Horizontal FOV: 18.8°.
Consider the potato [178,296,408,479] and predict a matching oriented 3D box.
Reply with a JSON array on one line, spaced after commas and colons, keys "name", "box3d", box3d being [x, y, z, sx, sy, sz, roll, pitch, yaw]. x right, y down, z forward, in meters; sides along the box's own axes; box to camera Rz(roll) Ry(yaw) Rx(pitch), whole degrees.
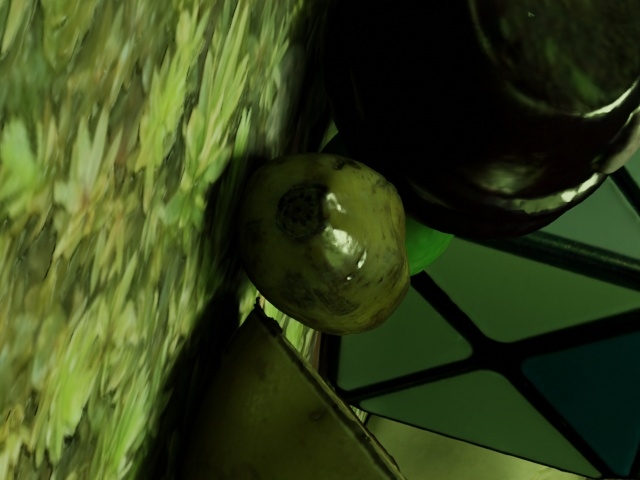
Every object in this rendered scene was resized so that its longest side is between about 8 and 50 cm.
[{"name": "potato", "box3d": [-0.013, 0.135, 0.975, 0.117, 0.182, 0.202, -42, -174, -2]}]

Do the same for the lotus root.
[{"name": "lotus root", "box3d": [0.000, 0.000, 0.962, 0.179, 0.080, 0.089, 37, 43, -74]}]

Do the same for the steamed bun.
[{"name": "steamed bun", "box3d": [0.130, 0.218, 1.710, 0.250, 0.200, 0.154, -44, 134, -62]}]

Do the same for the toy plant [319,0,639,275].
[{"name": "toy plant", "box3d": [0.078, -0.086, 1.080, 0.235, 0.175, 0.218, -36, -158, 59]}]

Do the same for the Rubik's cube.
[{"name": "Rubik's cube", "box3d": [0.155, -0.014, 1.334, 0.250, 0.246, 0.248, 93, 15, -52]}]
